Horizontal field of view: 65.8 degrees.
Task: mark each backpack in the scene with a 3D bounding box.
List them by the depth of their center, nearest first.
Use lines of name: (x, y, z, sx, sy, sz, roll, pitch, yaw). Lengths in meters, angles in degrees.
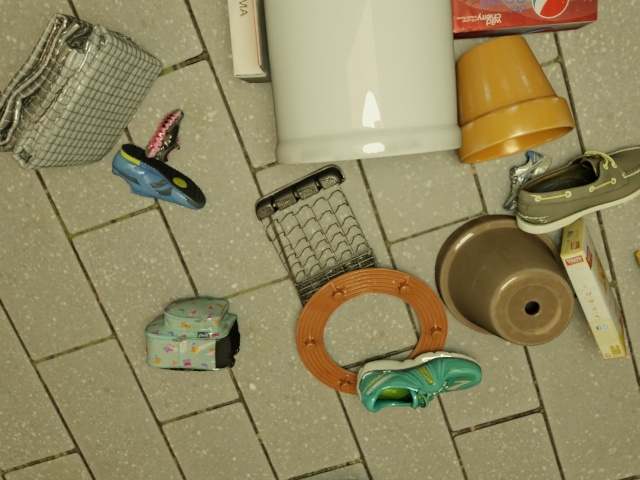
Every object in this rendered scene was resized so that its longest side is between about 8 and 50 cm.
backpack: (-0.279, 0.202, 1.062, 0.189, 0.166, 0.144, -7, 102, 1)

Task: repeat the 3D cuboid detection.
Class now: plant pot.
plant pot: (0.340, -0.264, 0.925, 0.205, 0.205, 0.187, -14, 86, 6)
plant pot: (0.378, 0.092, 0.979, 0.263, 0.229, 0.262, 1, 102, 2)

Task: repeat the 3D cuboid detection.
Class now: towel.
towel: (-0.454, -0.274, 0.923, 0.121, 0.235, 0.283, 37, 102, 0)

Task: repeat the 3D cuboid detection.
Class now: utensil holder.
utensil holder: (0.069, -0.337, 0.844, 0.328, 0.327, 0.384, -4, 101, 3)

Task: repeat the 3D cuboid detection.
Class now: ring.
ring: (0.115, 0.214, 1.084, 0.337, 0.032, 0.336, -2, 114, -4)

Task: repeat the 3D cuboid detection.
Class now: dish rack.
dish rack: (0.000, 0.000, 1.054, 0.209, 0.074, 0.271, -25, 103, 9)

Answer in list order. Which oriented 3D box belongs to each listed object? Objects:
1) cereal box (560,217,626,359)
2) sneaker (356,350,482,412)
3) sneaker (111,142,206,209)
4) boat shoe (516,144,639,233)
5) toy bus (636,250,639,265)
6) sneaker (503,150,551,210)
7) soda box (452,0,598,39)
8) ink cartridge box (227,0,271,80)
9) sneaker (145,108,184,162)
cereal box: (0.553, 0.093, 1.002, 0.047, 0.173, 0.240, -19, 104, 34)
sneaker: (0.216, 0.316, 1.060, 0.276, 0.110, 0.106, -9, 115, -2)
sneaker: (-0.342, -0.116, 1.044, 0.209, 0.069, 0.082, 33, 114, -5)
boat shoe: (0.521, -0.116, 0.960, 0.305, 0.109, 0.091, -25, 125, -4)
toy bus: (0.795, 0.089, 1.019, 0.221, 0.149, 0.211, -17, 118, 8)
sneaker: (0.413, -0.125, 1.023, 0.058, 0.052, 0.135, 33, 95, 5)
soda box: (0.369, -0.437, 0.927, 0.264, 0.083, 0.092, -3, 102, 4)
ink cartridge box: (-0.130, -0.437, 0.856, 0.066, 0.261, 0.296, -3, 103, 2)
sneaker: (-0.314, -0.216, 1.033, 0.057, 0.047, 0.119, 30, 93, -40)
